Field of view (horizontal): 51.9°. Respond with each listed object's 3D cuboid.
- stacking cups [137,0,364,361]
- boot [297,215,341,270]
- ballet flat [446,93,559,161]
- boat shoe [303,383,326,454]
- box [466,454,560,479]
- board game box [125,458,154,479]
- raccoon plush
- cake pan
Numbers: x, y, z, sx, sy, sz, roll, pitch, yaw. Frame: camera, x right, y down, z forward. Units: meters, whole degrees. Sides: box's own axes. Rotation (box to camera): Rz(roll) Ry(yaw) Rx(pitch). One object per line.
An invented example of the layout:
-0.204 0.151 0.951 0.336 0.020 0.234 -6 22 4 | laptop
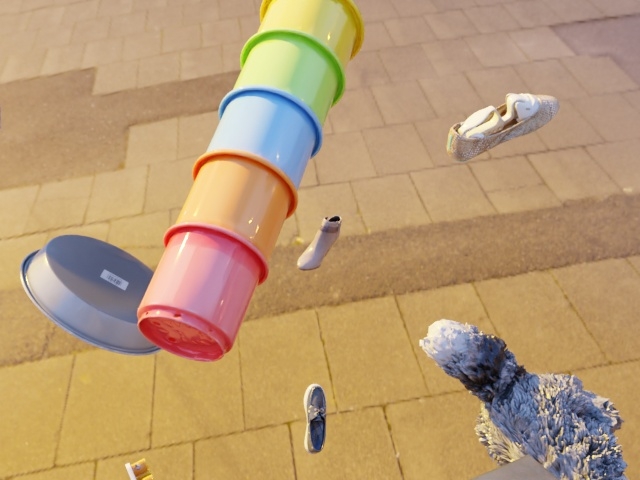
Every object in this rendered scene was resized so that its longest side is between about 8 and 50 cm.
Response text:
-0.040 -0.064 0.487 0.096 0.096 0.316 4 54 15 | stacking cups
0.000 0.000 1.206 0.042 0.087 0.118 27 27 13 | boot
0.301 -0.198 1.077 0.206 0.067 0.073 -30 49 -5 | ballet flat
-0.007 0.369 1.362 0.049 0.040 0.142 7 72 -20 | boat shoe
0.121 0.564 0.673 0.472 0.480 0.297 -15 20 -18 | box
-0.372 0.768 1.639 0.050 0.390 0.390 -23 64 -22 | board game box
0.332 0.351 1.030 0.446 0.216 0.299 27 23 -12 | raccoon plush
-0.383 0.088 1.179 0.054 0.293 0.293 -53 39 14 | cake pan
